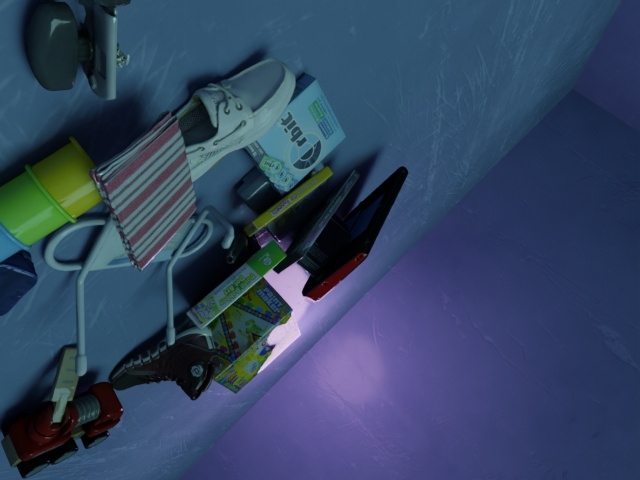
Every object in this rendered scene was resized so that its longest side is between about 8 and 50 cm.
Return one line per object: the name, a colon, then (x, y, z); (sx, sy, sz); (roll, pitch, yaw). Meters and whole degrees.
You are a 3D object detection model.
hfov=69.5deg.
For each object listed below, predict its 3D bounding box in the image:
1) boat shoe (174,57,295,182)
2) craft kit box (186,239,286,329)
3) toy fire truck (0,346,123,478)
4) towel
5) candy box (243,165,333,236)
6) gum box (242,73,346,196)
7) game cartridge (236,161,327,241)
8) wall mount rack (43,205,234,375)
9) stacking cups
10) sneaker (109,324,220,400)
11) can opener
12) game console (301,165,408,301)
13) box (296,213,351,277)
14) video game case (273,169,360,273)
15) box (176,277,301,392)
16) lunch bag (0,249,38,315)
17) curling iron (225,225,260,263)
boat shoe: (-0.154, -0.190, 0.703); (0.277, 0.098, 0.096); (-43, 161, -5)
craft kit box: (-0.206, 0.108, 1.122); (0.250, 0.061, 0.246); (-41, -174, -14)
toy fire truck: (-0.524, 0.346, 0.987); (0.246, 0.159, 0.217); (-42, 163, 22)
towel: (-0.235, -0.064, 0.643); (0.144, 0.029, 0.197); (-56, 163, -35)
candy box: (-0.070, -0.083, 0.986); (0.205, 0.027, 0.105); (-39, -172, -19)
gum box: (-0.053, -0.201, 0.901); (0.184, 0.041, 0.157); (-45, 140, -5)
game cartridge: (-0.073, -0.115, 1.089); (0.198, 0.062, 0.297); (-40, 160, -4)
wall mount rack: (-0.319, 0.072, 0.842); (0.304, 0.130, 0.350); (-54, 158, 21)
stacking cups: (-0.409, -0.002, 0.560); (0.316, 0.096, 0.096); (-40, 160, -17)
sneaker: (-0.378, 0.341, 1.148); (0.281, 0.163, 0.106); (-30, 161, -1)
can opener: (-0.228, -0.262, 0.446); (0.093, 0.074, 0.280); (-24, 151, -44)
game console: (0.096, -0.017, 1.344); (0.342, 0.060, 0.387); (-49, -172, 50)
box: (0.000, 0.000, 1.318); (0.158, 0.093, 0.156); (-48, -170, 9)
video game case: (-0.013, -0.044, 1.176); (0.274, 0.026, 0.196); (-55, -171, -26)
box: (-0.224, 0.278, 1.374); (0.279, 0.177, 0.290); (-40, 159, -16)
lunch bag: (-0.445, 0.047, 0.635); (0.098, 0.065, 0.067); (-44, 145, -1)
curling iron: (-0.167, 0.011, 0.994); (0.035, 0.068, 0.274); (-28, -173, 2)
